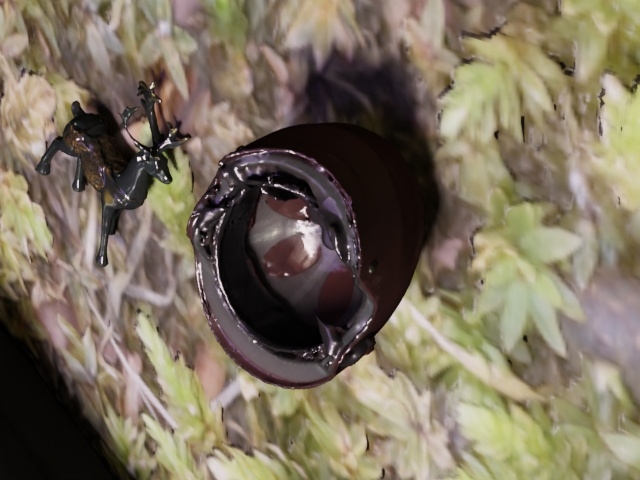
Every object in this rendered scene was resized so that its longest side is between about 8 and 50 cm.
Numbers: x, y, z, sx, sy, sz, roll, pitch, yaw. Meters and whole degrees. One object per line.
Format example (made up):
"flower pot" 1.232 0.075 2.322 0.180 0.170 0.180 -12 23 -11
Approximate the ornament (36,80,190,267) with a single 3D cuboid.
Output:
"ornament" -0.107 -0.046 0.874 0.073 0.028 0.125 56 145 14

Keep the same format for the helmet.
"helmet" 0.000 0.000 0.724 0.098 0.070 0.123 42 142 17

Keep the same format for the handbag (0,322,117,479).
"handbag" -0.253 0.216 1.003 0.288 0.152 0.342 -48 63 13
